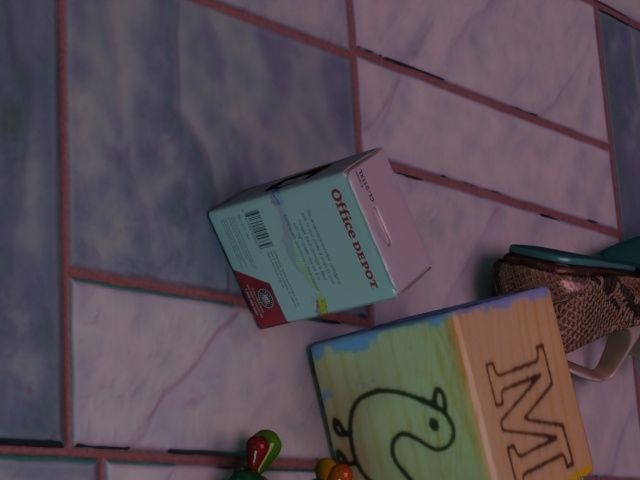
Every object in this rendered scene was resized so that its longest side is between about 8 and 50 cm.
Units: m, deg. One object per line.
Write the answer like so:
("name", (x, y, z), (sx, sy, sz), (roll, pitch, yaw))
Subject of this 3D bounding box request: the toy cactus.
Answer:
("toy cactus", (-0.051, 0.267, 1.286), (0.180, 0.112, 0.219), (3, 68, -32))

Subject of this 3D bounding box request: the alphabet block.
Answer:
("alphabet block", (0.133, 0.168, 1.474), (0.193, 0.192, 0.197), (-10, 85, -49))

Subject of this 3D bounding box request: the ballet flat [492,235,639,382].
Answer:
("ballet flat", (0.377, 0.083, 1.848), (0.482, 0.164, 0.182), (-6, 104, -45))

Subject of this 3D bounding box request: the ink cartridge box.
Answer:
("ink cartridge box", (0.000, 0.000, 1.377), (0.072, 0.175, 0.127), (-35, 106, -49))

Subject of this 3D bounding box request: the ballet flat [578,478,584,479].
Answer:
("ballet flat", (0.278, 0.334, 1.695), (0.079, 0.077, 0.222), (-24, 98, -31))
